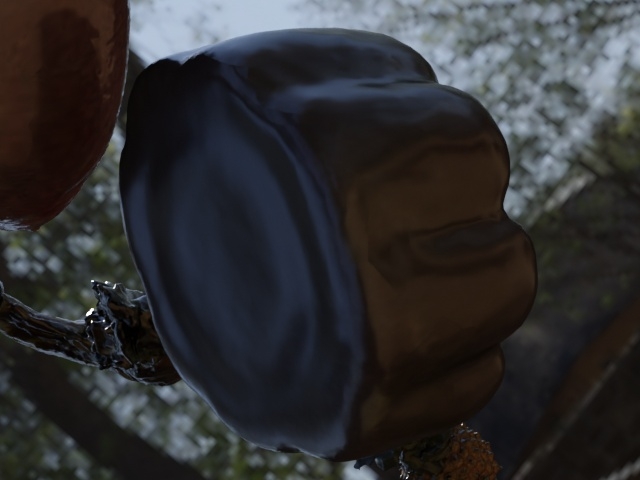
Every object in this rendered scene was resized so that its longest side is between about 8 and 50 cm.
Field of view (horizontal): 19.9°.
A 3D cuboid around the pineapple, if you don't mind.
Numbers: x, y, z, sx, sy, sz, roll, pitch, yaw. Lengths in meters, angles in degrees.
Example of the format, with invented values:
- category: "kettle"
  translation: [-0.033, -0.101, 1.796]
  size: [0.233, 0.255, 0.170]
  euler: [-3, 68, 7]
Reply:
- category: "pineapple"
  translation: [0.110, 0.226, 2.034]
  size: [0.277, 0.130, 0.119]
  euler: [40, -110, -51]

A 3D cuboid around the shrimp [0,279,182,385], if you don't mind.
- category: "shrimp"
  translation: [-0.213, 0.068, 1.543]
  size: [0.365, 0.233, 0.071]
  euler: [121, 164, -80]

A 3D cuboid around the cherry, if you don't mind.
- category: "cherry"
  translation: [-0.257, -0.143, 1.285]
  size: [0.221, 0.261, 0.307]
  euler: [-37, -61, -54]

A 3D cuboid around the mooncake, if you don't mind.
- category: "mooncake"
  translation: [0.000, 0.000, 1.191]
  size: [0.154, 0.306, 0.306]
  euler: [-14, -36, -31]
